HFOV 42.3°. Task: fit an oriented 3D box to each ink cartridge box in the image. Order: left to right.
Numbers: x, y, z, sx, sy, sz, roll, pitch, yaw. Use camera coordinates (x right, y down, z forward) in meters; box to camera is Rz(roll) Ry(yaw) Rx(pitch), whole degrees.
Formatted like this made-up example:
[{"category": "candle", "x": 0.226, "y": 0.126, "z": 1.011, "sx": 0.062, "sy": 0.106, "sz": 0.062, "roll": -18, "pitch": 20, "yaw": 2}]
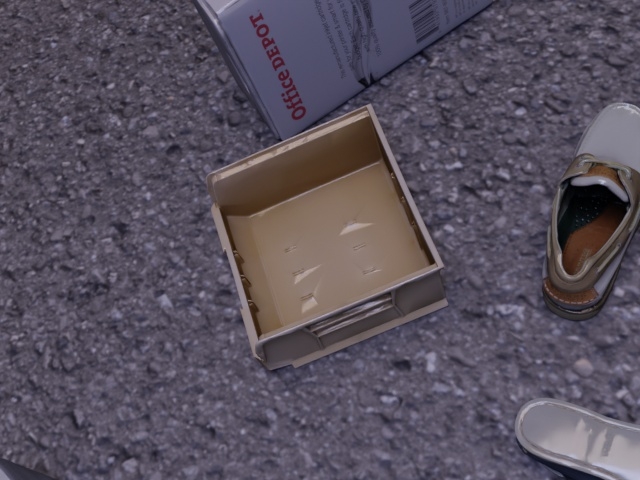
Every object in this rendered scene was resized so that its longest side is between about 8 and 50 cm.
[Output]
[{"category": "ink cartridge box", "x": 0.027, "y": -0.368, "z": 1.173, "sx": 0.395, "sy": 0.285, "sz": 0.166, "roll": -34, "pitch": 58, "yaw": -3}]

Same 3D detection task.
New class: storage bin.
[{"category": "storage bin", "x": 0.000, "y": 0.000, "z": 1.086, "sx": 0.260, "sy": 0.123, "sz": 0.262, "roll": -23, "pitch": 60, "yaw": 4}]

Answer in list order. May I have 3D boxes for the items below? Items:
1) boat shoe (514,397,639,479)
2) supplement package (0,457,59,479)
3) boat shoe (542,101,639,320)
[{"category": "boat shoe", "x": 0.332, "y": 0.248, "z": 0.887, "sx": 0.254, "sy": 0.079, "sz": 0.095, "roll": 15, "pitch": 71, "yaw": 25}, {"category": "supplement package", "x": -0.352, "y": 0.341, "z": 0.979, "sx": 0.105, "sy": 0.179, "sz": 0.105, "roll": 34, "pitch": 77, "yaw": 28}, {"category": "boat shoe", "x": 0.350, "y": -0.054, "z": 1.022, "sx": 0.113, "sy": 0.103, "sz": 0.302, "roll": 12, "pitch": 67, "yaw": 21}]
